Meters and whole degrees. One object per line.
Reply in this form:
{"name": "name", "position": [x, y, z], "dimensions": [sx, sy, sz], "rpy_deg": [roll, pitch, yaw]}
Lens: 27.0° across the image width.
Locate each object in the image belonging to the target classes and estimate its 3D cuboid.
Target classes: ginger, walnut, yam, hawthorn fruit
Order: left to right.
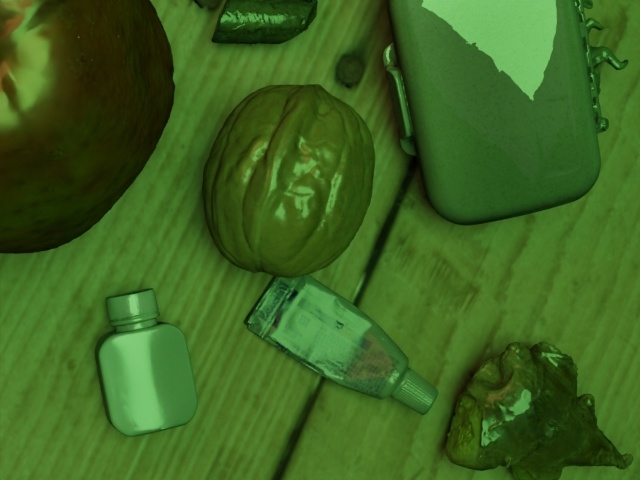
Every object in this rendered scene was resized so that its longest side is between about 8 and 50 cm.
{"name": "hawthorn fruit", "position": [-0.379, -0.208, 1.512], "dimensions": [0.472, 0.472, 0.472], "rpy_deg": [0, 90, -17]}
{"name": "yam", "position": [-0.076, -0.295, 1.793], "dimensions": [0.146, 0.070, 0.070], "rpy_deg": [-2, 90, -18]}
{"name": "walnut", "position": [-0.040, -0.079, 1.734], "dimensions": [0.225, 0.225, 0.261], "rpy_deg": [20, 85, -16]}
{"name": "ginger", "position": [0.318, 0.257, 1.886], "dimensions": [0.270, 0.123, 0.219], "rpy_deg": [18, 88, -26]}

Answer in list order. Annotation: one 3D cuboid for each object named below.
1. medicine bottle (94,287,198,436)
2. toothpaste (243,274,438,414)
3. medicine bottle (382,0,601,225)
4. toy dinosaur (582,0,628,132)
{"name": "medicine bottle", "position": [-0.232, 0.158, 1.740], "dimensions": [0.119, 0.069, 0.183], "rpy_deg": [-12, 94, -16]}
{"name": "toothpaste", "position": [0.037, 0.149, 1.834], "dimensions": [0.282, 0.068, 0.099], "rpy_deg": [34, 50, -5]}
{"name": "medicine bottle", "position": [0.236, -0.216, 1.814], "dimensions": [0.282, 0.123, 0.375], "rpy_deg": [-13, 105, 1]}
{"name": "toy dinosaur", "position": [0.332, -0.276, 1.909], "dimensions": [0.294, 0.077, 0.162], "rpy_deg": [41, 86, -8]}
